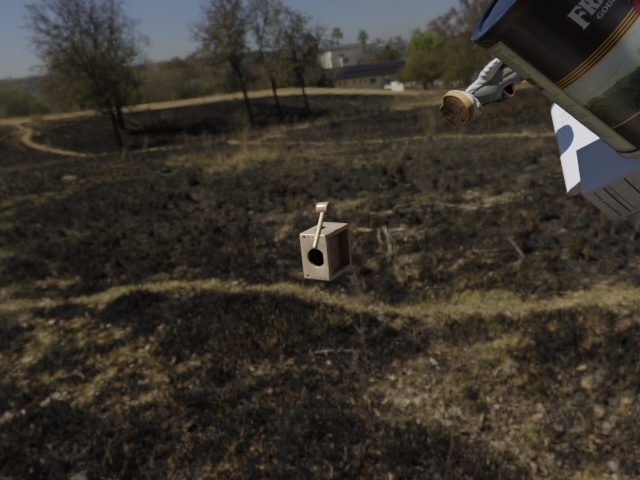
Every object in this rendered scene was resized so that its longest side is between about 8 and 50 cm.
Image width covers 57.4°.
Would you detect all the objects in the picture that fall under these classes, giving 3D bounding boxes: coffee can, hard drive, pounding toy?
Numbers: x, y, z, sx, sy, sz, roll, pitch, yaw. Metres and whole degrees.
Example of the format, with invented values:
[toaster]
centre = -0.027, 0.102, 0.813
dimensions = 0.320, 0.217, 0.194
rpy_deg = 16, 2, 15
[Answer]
[coffee can]
centre = 0.375, -0.269, 0.779
dimensions = 0.275, 0.201, 0.201
rpy_deg = 34, 14, -8
[hard drive]
centre = 0.709, -0.303, 1.541
dimensions = 0.040, 0.210, 0.318
rpy_deg = 16, 55, -15
[pounding toy]
centre = -0.005, -0.003, 1.550
dimensions = 0.094, 0.206, 0.181
rpy_deg = 4, 18, 31

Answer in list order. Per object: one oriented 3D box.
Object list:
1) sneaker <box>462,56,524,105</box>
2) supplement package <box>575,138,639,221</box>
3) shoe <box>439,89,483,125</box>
[sneaker]
centre = 0.468, -0.413, 1.617
dimensions = 0.100, 0.108, 0.271
rpy_deg = -40, -5, -20
[supplement package]
centre = 0.536, -0.128, 0.967
dimensions = 0.105, 0.105, 0.179
rpy_deg = 29, -38, -27
[shoe]
centre = 0.293, -0.281, 1.207
dimensions = 0.058, 0.076, 0.219
rpy_deg = -35, 5, 7
